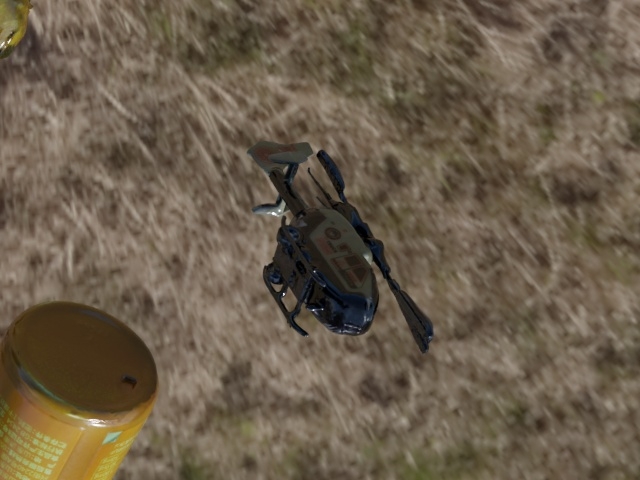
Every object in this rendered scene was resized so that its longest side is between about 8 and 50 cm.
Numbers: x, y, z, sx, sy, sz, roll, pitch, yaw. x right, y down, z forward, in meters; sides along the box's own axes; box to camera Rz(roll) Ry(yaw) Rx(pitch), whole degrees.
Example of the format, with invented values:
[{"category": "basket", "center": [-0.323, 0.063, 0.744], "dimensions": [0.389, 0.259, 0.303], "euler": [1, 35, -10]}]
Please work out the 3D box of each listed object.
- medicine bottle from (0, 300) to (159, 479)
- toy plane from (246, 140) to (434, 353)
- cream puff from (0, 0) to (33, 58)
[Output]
[{"category": "medicine bottle", "center": [-0.173, 0.133, 1.017], "dimensions": [0.096, 0.096, 0.192], "euler": [19, 126, -18]}, {"category": "toy plane", "center": [0.000, 0.000, 0.680], "dimensions": [0.049, 0.121, 0.031], "euler": [-10, 139, -30]}, {"category": "cream puff", "center": [-0.208, -0.147, 1.028], "dimensions": [0.058, 0.083, 0.083], "euler": [-12, 105, 31]}]
